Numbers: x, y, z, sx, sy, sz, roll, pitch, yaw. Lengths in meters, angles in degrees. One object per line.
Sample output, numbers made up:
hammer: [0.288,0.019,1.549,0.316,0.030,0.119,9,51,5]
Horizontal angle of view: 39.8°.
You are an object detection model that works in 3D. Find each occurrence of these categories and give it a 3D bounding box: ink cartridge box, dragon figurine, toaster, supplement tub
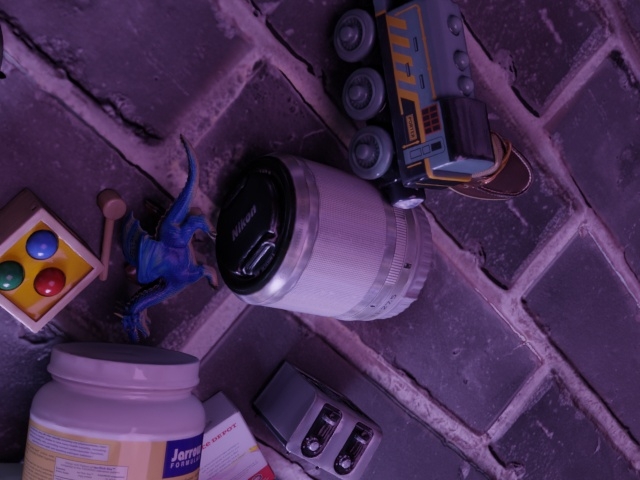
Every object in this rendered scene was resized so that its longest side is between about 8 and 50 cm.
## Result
ink cartridge box: [-0.169,0.354,1.457,0.127,0.072,0.175,-32,125,-15]
dragon figurine: [-0.221,0.009,1.211,0.144,0.085,0.289,-10,121,-21]
toaster: [-0.009,0.301,1.480,0.168,0.186,0.110,37,87,-30]
supplement tub: [-0.287,0.319,1.224,0.241,0.241,0.331,7,89,-35]

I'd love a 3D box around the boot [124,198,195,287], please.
boot: [-0.250,0.009,1.272,0.114,0.037,0.106,-45,126,-1]

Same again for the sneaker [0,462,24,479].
sneaker: [-0.495,0.297,1.211,0.256,0.094,0.151,7,105,-36]

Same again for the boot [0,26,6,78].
boot: [-0.426,-0.275,1.009,0.137,0.077,0.198,-7,129,-35]

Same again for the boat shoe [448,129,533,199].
boat shoe: [0.252,-0.136,1.463,0.342,0.123,0.123,24,98,-38]

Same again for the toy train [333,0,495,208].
toy train: [0.133,-0.217,1.247,0.142,0.190,0.333,3,76,-47]

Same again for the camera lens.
camera lens: [0.000,0.000,1.306,0.274,0.219,0.219,13,104,-36]

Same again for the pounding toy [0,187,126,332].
pounding toy: [-0.336,0.017,1.180,0.206,0.094,0.181,-44,128,-7]
